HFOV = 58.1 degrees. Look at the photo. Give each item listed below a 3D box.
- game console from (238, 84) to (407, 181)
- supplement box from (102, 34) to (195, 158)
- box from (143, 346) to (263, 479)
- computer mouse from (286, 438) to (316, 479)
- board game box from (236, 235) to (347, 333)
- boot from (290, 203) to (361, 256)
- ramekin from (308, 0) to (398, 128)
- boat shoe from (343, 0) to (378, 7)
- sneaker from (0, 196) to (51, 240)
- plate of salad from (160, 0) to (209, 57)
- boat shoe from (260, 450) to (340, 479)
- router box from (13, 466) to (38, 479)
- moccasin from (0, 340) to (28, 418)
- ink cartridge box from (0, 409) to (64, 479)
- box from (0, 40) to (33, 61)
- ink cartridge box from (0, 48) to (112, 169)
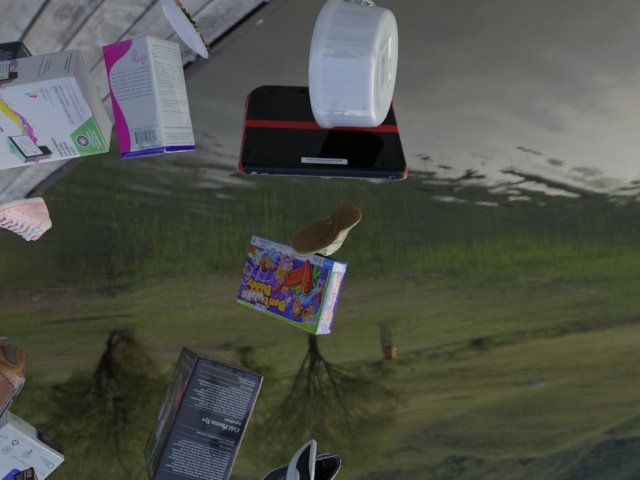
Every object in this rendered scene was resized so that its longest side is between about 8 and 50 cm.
[{"bbox_3d":[0.003,-0.262,1.397,0.386,0.342,0.060,1,138,-4],"label":"game console"},{"bbox_3d":[-0.341,-0.282,1.155,0.111,0.220,0.114,-4,-171,22],"label":"supplement box"},{"bbox_3d":[-0.316,0.461,1.503,0.178,0.313,0.343,21,167,-16],"label":"box"},{"bbox_3d":[-0.034,0.392,0.855,0.042,0.193,0.106,4,141,3],"label":"computer mouse"},{"bbox_3d":[-0.099,0.137,1.870,0.346,0.234,0.078,16,-176,35],"label":"board game box"},{"bbox_3d":[0.000,0.000,1.847,0.262,0.095,0.203,-36,170,-27],"label":"boot"},{"bbox_3d":[0.081,-0.380,1.267,0.135,0.278,0.277,9,172,17],"label":"ramekin"},{"bbox_3d":[0.117,-0.675,1.637,0.103,0.321,0.118,-33,131,23],"label":"boat shoe"},{"bbox_3d":[-0.514,-0.032,0.987,0.050,0.070,0.134,-20,-175,17],"label":"sneaker"},{"bbox_3d":[-0.355,-0.573,1.520,0.048,0.200,0.200,-41,171,-9],"label":"plate of salad"},{"bbox_3d":[-0.043,0.507,1.192,0.079,0.095,0.254,-24,167,31],"label":"boat shoe"},{"bbox_3d":[-0.534,0.497,1.064,0.038,0.092,0.122,-17,-156,-23],"label":"router box"},{"bbox_3d":[-0.596,0.316,0.866,0.146,0.380,0.139,30,-173,-30],"label":"moccasin"},{"bbox_3d":[-0.739,0.536,1.235,0.165,0.332,0.065,53,168,-32],"label":"ink cartridge box"},{"bbox_3d":[-0.917,-0.461,1.714,0.108,0.207,0.153,-5,150,6],"label":"box"},{"bbox_3d":[-0.626,-0.277,1.248,0.277,0.117,0.201,-10,139,-3],"label":"ink cartridge box"}]
